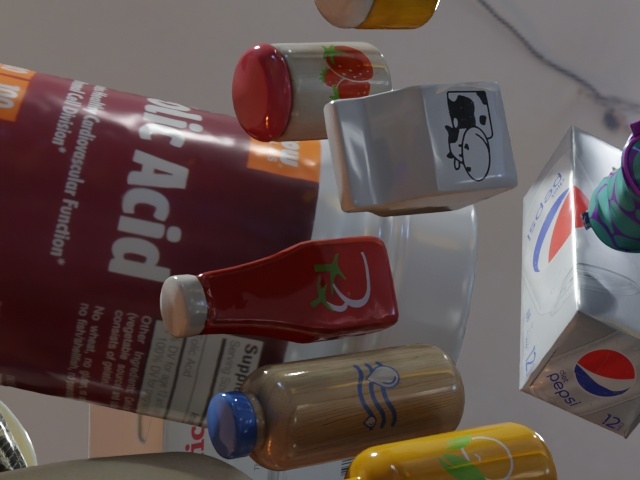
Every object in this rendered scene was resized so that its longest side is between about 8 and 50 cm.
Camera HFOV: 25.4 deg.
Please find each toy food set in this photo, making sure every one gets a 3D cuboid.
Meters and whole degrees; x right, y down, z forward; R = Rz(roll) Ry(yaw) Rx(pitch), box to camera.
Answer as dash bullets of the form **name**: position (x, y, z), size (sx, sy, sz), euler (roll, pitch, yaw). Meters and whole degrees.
- **toy food set**: position (0.000, 0.000, 0.525), size (0.105, 0.111, 0.232), euler (-6, -98, -31)

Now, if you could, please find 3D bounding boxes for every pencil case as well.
- **pencil case**: position (0.234, -0.036, 1.026), size (0.064, 0.151, 0.070), euler (-22, -102, -4)

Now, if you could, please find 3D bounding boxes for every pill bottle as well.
- **pill bottle**: position (-0.102, 0.016, 1.012), size (0.392, 0.224, 0.224), euler (12, -82, -7)

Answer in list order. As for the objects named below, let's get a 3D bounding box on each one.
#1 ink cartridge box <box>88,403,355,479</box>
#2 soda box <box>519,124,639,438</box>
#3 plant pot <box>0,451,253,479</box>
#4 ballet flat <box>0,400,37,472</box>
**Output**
- **ink cartridge box**: position (-0.049, 0.118, 1.289), size (0.307, 0.129, 0.223), euler (-6, -78, -40)
- **soda box**: position (0.226, 0.024, 1.165), size (0.098, 0.286, 0.091), euler (25, -56, -7)
- **plant pot**: position (-0.180, 0.236, 0.798), size (0.274, 0.256, 0.256), euler (19, -87, -51)
- **ballet flat**: position (-0.305, 0.277, 1.349), size (0.164, 0.182, 0.482), euler (-26, -96, 15)
